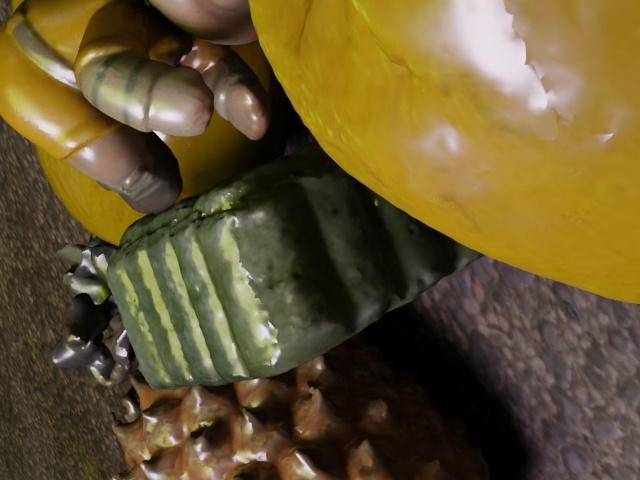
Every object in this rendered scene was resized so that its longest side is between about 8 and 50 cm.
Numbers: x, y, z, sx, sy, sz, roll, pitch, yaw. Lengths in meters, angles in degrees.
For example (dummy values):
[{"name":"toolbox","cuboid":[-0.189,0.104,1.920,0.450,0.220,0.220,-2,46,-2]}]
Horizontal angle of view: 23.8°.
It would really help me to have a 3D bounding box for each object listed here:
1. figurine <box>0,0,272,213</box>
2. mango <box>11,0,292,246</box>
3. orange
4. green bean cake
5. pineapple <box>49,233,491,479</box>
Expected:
[{"name":"figurine","cuboid":[-0.048,-0.139,0.678,0.257,0.192,0.167,-40,95,18]},{"name":"mango","cuboid":[-0.096,-0.139,0.862,0.195,0.142,0.332,34,136,36]},{"name":"orange","cuboid":[0.094,-0.113,0.457,0.279,0.235,0.279,34,135,42]},{"name":"green bean cake","cuboid":[0.000,0.000,0.779,0.183,0.185,0.094,-20,93,62]},{"name":"pineapple","cuboid":[-0.051,0.098,0.955,0.357,0.223,0.223,54,153,31]}]
